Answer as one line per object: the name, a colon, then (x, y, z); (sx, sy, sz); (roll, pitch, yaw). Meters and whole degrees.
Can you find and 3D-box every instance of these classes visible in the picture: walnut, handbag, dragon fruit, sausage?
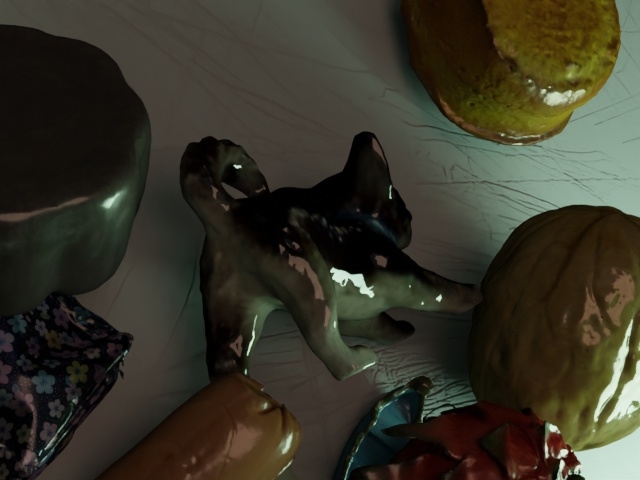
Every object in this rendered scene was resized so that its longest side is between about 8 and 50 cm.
walnut: (0.310, 0.111, 1.508); (0.252, 0.277, 0.313); (15, 106, 2)
handbag: (-0.320, 0.124, 1.215); (0.208, 0.127, 0.229); (38, 52, 0)
dragon fruit: (0.162, 0.274, 1.359); (0.274, 0.193, 0.192); (-2, 99, 8)
sausage: (-0.157, 0.257, 1.231); (0.304, 0.121, 0.121); (-40, 98, -10)

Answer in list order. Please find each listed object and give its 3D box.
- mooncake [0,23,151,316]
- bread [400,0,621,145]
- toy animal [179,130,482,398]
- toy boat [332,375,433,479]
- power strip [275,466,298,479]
mooncake: (-0.311, -0.072, 1.204); (0.306, 0.154, 0.306); (9, 40, -7)
bread: (0.262, -0.282, 1.652); (0.312, 0.172, 0.312); (9, 70, -26)
toy animal: (0.000, 0.000, 1.393); (0.344, 0.194, 0.303); (-23, 88, -51)
toy boat: (0.078, 0.242, 1.448); (0.075, 0.077, 0.185); (39, 60, -15)
power strip: (-0.047, 0.301, 1.349); (0.053, 0.093, 0.288); (-34, 95, -29)
